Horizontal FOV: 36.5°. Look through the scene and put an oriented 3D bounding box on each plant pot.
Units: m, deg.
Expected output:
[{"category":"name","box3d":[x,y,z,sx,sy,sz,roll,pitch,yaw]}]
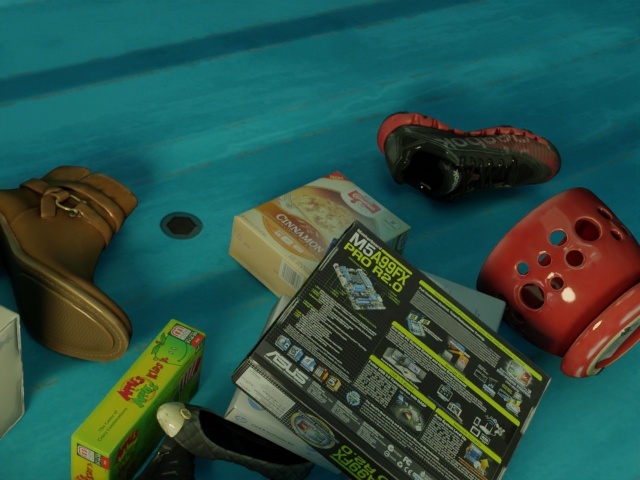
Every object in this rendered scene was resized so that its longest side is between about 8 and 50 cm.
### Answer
[{"category":"plant pot","box3d":[0.316,0.058,1.184,0.191,0.191,0.174,-23,60,-35]}]

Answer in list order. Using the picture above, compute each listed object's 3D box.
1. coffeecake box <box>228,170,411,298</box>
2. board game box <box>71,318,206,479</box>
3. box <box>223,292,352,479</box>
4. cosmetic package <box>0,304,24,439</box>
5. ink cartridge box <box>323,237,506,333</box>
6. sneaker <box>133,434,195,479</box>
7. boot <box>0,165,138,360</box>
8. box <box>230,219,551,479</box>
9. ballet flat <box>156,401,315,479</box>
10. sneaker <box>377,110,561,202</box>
[{"category":"coffeecake box","box3d":[0.000,0.000,1.249,0.185,0.068,0.142,-27,54,-38]},{"category":"board game box","box3d":[-0.182,0.172,0.979,0.043,0.092,0.181,23,41,12]},{"category":"box","box3d":[0.013,0.158,0.994,0.186,0.038,0.145,28,53,-6]},{"category":"cosmetic package","box3d":[-0.451,0.092,0.947,0.309,0.160,0.113,24,42,14]},{"category":"ink cartridge box","box3d":[0.078,0.123,1.112,0.224,0.045,0.223,22,53,7]},{"category":"sneaker","box3d":[-0.138,0.251,0.936,0.089,0.051,0.170,30,37,4]},{"category":"boot","box3d":[-0.285,0.014,1.143,0.283,0.109,0.220,23,36,22]},{"category":"box","box3d":[0.078,0.139,0.975,0.270,0.060,0.216,39,52,-1]},{"category":"ballet flat","box3d":[-0.083,0.196,0.969,0.173,0.049,0.057,26,34,-22]},{"category":"sneaker","box3d":[0.219,-0.109,1.416,0.276,0.097,0.135,8,40,-3]}]
